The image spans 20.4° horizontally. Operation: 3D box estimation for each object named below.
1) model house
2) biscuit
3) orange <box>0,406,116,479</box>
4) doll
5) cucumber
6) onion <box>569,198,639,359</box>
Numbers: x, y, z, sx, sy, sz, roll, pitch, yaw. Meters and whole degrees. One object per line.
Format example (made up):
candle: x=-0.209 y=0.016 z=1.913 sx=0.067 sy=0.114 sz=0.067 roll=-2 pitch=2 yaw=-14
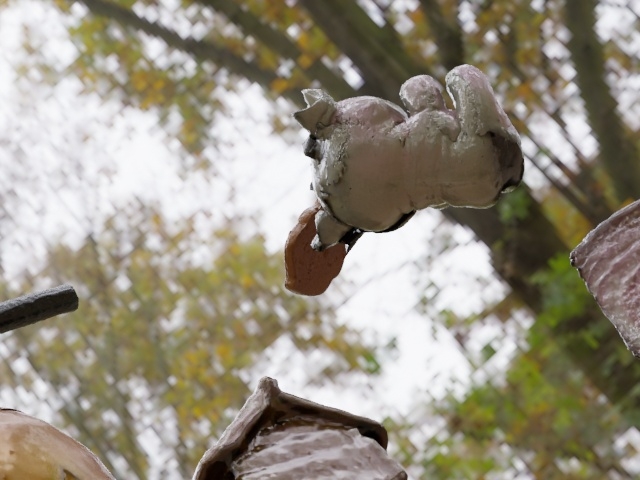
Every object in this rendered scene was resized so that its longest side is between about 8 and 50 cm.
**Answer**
model house: x=-0.035 y=0.265 z=1.651 sx=0.219 sy=0.229 sz=0.199 roll=1 pitch=-65 yaw=-27
biscuit: x=0.000 y=0.000 z=1.895 sx=0.130 sy=0.019 sz=0.102 roll=-62 pitch=-37 yaw=-15
orange: x=-0.263 y=0.251 z=1.406 sx=0.240 sy=0.240 sz=0.240 roll=-31 pitch=-29 yaw=-20
doll: x=0.069 y=-0.062 z=1.442 sx=0.192 sy=0.095 sz=0.149 roll=-8 pitch=-54 yaw=14
cucumber: x=-0.307 y=0.074 z=1.785 sx=0.133 sy=0.032 sz=0.032 roll=-16 pitch=-37 yaw=-34
onion: x=0.422 y=0.056 z=1.874 sx=0.247 sy=0.250 sz=0.111 roll=-30 pitch=-38 yaw=0
